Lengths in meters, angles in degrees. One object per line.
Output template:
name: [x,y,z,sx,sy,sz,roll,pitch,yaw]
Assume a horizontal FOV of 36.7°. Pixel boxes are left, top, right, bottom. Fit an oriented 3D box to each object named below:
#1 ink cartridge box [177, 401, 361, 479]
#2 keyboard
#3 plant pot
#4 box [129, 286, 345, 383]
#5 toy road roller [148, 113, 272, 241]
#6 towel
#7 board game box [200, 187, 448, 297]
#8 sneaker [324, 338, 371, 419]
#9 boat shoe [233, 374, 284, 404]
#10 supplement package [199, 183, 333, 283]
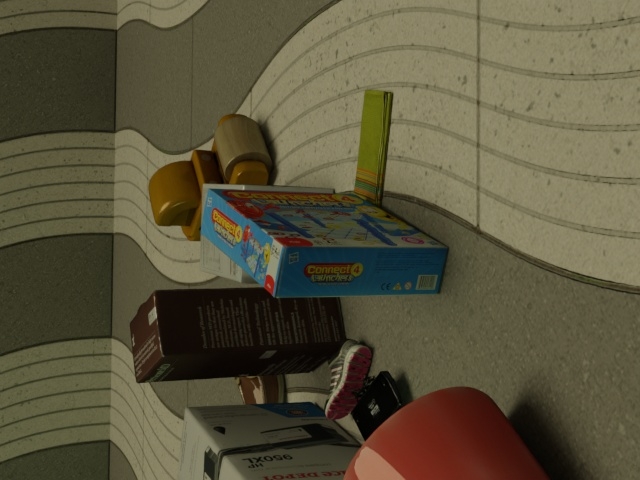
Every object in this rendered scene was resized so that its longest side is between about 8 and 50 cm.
ink cartridge box: [-0.071,0.448,1.804,0.395,0.286,0.166,-153,68,-62]
keyboard: [0.106,0.289,1.741,0.100,0.038,0.192,63,150,24]
plant pot: [0.202,0.369,1.278,0.243,0.275,0.274,44,128,44]
box: [-0.163,0.184,1.902,0.191,0.382,0.143,135,131,-56]
toy road roller: [-0.276,-0.139,2.334,0.329,0.241,0.202,115,146,-41]
towel: [0.091,-0.161,1.804,0.102,0.021,0.237,-157,71,-63]
board game box: [0.000,0.000,1.621,0.302,0.308,0.086,35,119,54]
sneaker: [0.044,0.259,1.834,0.075,0.063,0.170,50,128,55]
boat shoe: [-0.169,0.274,2.199,0.123,0.116,0.324,-36,55,39]
supplement package: [-0.119,-0.019,2.037,0.263,0.199,0.197,-172,84,-65]
